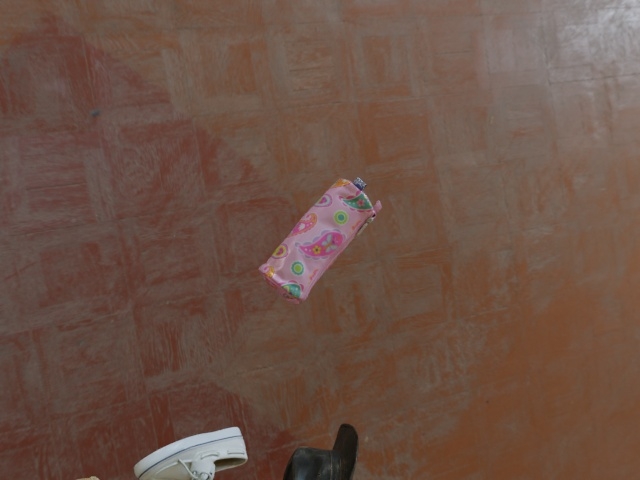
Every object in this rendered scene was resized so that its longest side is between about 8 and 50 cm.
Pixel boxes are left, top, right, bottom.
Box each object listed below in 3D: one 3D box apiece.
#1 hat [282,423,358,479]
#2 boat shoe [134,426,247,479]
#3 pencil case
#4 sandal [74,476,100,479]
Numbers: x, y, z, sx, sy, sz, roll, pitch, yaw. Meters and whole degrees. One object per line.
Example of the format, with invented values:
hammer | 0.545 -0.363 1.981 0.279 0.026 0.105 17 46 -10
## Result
hat | -0.024 0.596 1.132 0.134 0.331 0.331 19 85 -2
boat shoe | -0.353 0.664 1.365 0.136 0.367 0.156 -44 60 20
pencil case | 0.000 0.000 0.987 0.124 0.124 0.284 45 78 -13
sandal | -0.506 0.546 1.003 0.088 0.079 0.240 33 114 -7
